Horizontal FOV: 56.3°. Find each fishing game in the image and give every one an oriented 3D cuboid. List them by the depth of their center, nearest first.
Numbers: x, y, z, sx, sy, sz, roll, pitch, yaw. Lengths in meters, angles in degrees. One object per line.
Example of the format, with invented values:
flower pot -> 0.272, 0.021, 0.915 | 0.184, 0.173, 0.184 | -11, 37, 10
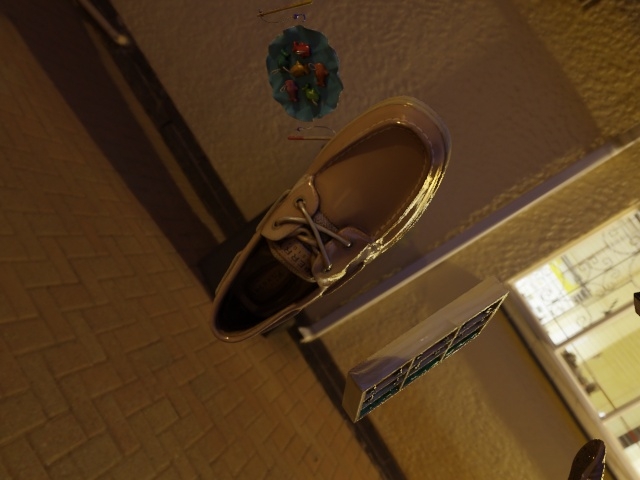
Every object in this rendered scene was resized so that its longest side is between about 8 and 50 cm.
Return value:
fishing game -> -0.038, -0.310, 1.134 | 0.041, 0.189, 0.264 | -35, 123, -43

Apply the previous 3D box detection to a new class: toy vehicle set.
toy vehicle set -> 0.153, 0.167, 0.904 | 0.035, 0.267, 0.166 | 52, -19, 24

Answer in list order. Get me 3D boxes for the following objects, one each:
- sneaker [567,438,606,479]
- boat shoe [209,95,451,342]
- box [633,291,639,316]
sneaker -> 0.646, 0.572, 1.440 | 0.071, 0.188, 0.066 | 40, -18, -9
boat shoe -> 0.000, 0.000, 0.615 | 0.122, 0.341, 0.110 | 42, 35, 0
box -> 0.781, 0.135, 1.210 | 0.175, 0.220, 0.051 | -70, 147, -75
